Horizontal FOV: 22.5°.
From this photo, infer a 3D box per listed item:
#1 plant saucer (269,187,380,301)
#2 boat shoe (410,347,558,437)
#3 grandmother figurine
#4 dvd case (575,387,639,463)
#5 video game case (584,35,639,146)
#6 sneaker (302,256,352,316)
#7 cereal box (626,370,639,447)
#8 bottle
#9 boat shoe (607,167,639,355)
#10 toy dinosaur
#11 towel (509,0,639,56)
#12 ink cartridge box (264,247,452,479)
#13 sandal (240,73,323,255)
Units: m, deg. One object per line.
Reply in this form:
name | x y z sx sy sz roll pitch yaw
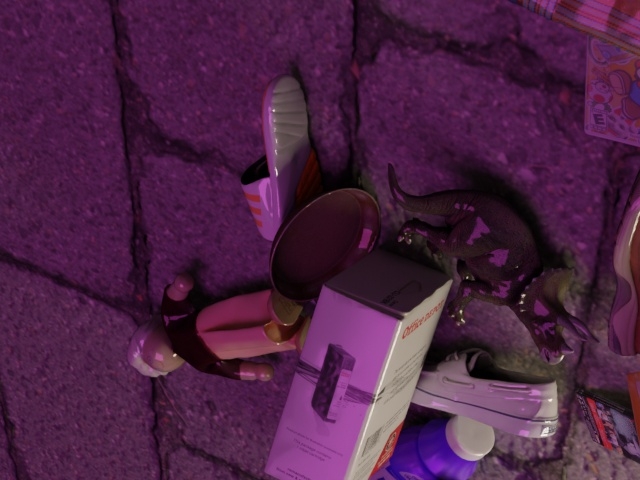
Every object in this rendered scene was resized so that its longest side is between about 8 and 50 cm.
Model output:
plant saucer | 0.000 0.000 2.012 0.029 0.168 0.168 43 150 37
boat shoe | 0.200 0.182 2.102 0.258 0.095 0.084 14 106 33
grandmother figurine | -0.153 0.132 2.297 0.342 0.104 0.208 -17 109 42
dvd case | 0.377 0.239 2.034 0.119 0.013 0.087 24 144 55
video game case | 0.382 -0.168 1.648 0.227 0.026 0.206 17 137 24
sneaker | 0.033 0.086 2.149 0.089 0.051 0.170 36 146 0
cereal box | 0.476 0.207 1.804 0.240 0.173 0.047 -16 158 27
bottle | 0.144 0.320 2.264 0.118 0.092 0.283 35 142 -9
boat shoe | 0.388 0.019 1.768 0.116 0.123 0.324 14 147 18
toy dinosaur | 0.198 0.005 1.915 0.160 0.121 0.313 -23 110 34
towel | 0.340 -0.283 1.526 0.370 0.040 0.271 25 132 16
ink cartridge box | 0.050 0.167 2.021 0.114 0.197 0.273 24 111 16
sandal | -0.057 -0.096 2.000 0.076 0.102 0.265 16 130 28
